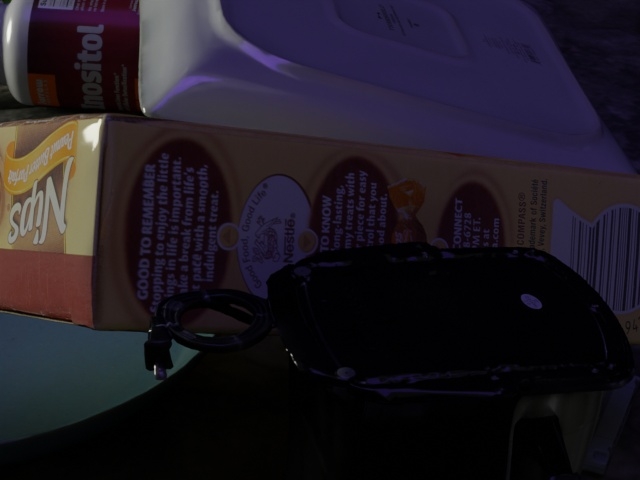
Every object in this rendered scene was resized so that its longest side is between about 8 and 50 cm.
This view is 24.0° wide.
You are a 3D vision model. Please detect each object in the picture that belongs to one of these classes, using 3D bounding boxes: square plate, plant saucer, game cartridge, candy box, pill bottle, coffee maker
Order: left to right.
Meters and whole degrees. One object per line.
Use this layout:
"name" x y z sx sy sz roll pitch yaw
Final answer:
"plant saucer" -0.203 0.032 0.819 0.318 0.043 0.317 3 30 -2
"pill bottle" -0.172 -0.136 1.068 0.152 0.086 0.086 3 30 1
"candy box" 0.000 0.000 0.707 0.316 0.087 0.183 5 -2 -34
"coffee maker" 0.022 0.098 0.591 0.171 0.178 0.120 9 30 6
"square plate" 0.044 -0.135 1.035 0.344 0.049 0.347 13 29 -15
"game cartridge" 0.131 0.088 0.782 0.056 0.017 0.083 17 33 16

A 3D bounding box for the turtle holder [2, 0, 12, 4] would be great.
"turtle holder" -0.269 -0.295 1.192 0.320 0.227 0.243 -3 31 -12
